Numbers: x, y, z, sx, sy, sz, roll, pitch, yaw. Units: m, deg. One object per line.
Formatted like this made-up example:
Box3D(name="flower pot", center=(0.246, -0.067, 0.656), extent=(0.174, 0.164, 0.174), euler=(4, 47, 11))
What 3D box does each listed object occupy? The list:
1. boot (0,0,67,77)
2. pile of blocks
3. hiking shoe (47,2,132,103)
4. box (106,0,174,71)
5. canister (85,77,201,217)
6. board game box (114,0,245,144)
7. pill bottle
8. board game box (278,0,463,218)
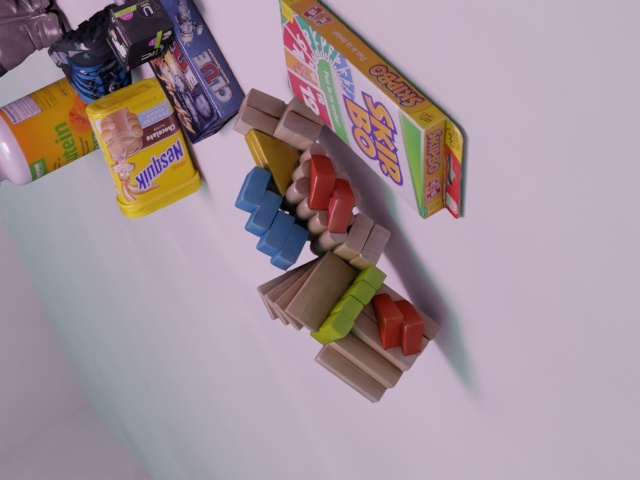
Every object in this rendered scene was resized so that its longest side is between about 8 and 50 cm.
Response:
Box3D(name="boot", center=(-0.535, -0.405, 2.101), extent=(0.246, 0.161, 0.083), euler=(58, -176, -8))
Box3D(name="pile of blocks", center=(0.000, 0.000, 1.342), extent=(0.362, 0.149, 0.112), euler=(60, 161, 2))
Box3D(name="hiking shoe", center=(-0.312, -0.260, 1.847), extent=(0.132, 0.113, 0.304), euler=(55, 171, -12))
Box3D(name="box", center=(-0.218, -0.252, 1.530), extent=(0.052, 0.062, 0.083), euler=(60, 161, 7))
Box3D(name="canister", center=(-0.255, -0.134, 1.824), extent=(0.073, 0.126, 0.170), euler=(31, 144, 55))
Box3D(name="board game box", center=(-0.186, -0.253, 1.609), extent=(0.243, 0.042, 0.165), euler=(61, 160, -2))
Box3D(name="pill bottle", center=(-0.492, -0.177, 2.166), extent=(0.136, 0.246, 0.136), euler=(50, 158, 28))
Box3D(name="board game box", center=(0.047, -0.129, 1.224), extent=(0.259, 0.039, 0.124), euler=(44, 156, 33))
